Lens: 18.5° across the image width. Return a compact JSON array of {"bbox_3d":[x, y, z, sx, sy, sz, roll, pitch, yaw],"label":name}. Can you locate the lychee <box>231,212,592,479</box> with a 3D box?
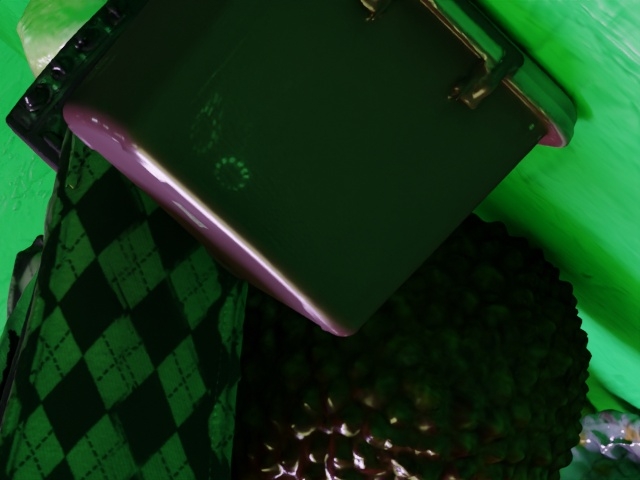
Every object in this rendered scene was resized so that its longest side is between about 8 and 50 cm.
[{"bbox_3d":[0.051,0.101,1.375,0.275,0.276,0.304,42,169,-11],"label":"lychee"}]

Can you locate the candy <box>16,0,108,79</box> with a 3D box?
[{"bbox_3d":[-0.156,-0.126,1.925,0.343,0.132,0.142,47,-145,-39],"label":"candy"}]

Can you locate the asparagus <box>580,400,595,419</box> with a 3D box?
[{"bbox_3d":[0.212,0.168,1.996,0.060,0.067,0.277,6,-174,-16],"label":"asparagus"}]

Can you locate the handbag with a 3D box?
[{"bbox_3d":[-0.160,0.102,1.344,0.180,0.317,0.416,9,163,-11],"label":"handbag"}]

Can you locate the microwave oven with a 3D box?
[{"bbox_3d":[-0.110,-0.074,1.634,0.247,0.178,0.188,38,172,39],"label":"microwave oven"}]

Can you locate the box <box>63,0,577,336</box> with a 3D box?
[{"bbox_3d":[-0.018,-0.072,1.051,0.193,0.167,0.294,44,174,-15],"label":"box"}]

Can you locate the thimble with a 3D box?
[{"bbox_3d":[0.269,0.227,1.692,0.118,0.127,0.151,43,176,-34],"label":"thimble"}]
